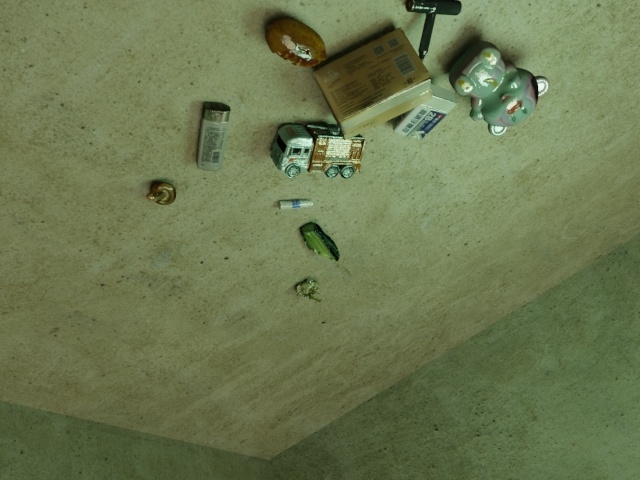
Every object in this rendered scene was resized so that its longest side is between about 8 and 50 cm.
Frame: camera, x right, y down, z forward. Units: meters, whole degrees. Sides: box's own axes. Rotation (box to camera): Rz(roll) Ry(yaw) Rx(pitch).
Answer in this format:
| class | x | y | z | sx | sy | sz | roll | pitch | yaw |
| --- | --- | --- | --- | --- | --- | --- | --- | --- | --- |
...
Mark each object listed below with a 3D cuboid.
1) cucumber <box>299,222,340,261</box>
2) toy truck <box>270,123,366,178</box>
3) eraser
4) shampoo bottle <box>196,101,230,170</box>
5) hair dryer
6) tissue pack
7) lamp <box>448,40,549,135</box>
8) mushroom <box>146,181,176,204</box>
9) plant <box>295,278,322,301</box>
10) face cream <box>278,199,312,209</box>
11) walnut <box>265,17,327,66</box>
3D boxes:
| class | x | y | z | sx | sy | sz | roll | pitch | yaw |
| --- | --- | --- | --- | --- | --- | --- | --- | --- | --- |
| cucumber | 0.000 | 0.000 | 2.172 | 0.193 | 0.116 | 0.085 | 48 | 61 | -43 |
| toy truck | -0.005 | -0.312 | 1.797 | 0.306 | 0.136 | 0.162 | -3 | 129 | -25 |
| eraser | 0.351 | -0.438 | 1.809 | 0.125 | 0.067 | 0.210 | 12 | 151 | -22 |
| shampoo bottle | -0.342 | -0.326 | 1.686 | 0.086 | 0.055 | 0.227 | -1 | 135 | -21 |
| hair dryer | 0.342 | -0.634 | 1.612 | 0.173 | 0.050 | 0.194 | -6 | 106 | -18 |
| tissue pack | 0.165 | -0.465 | 1.658 | 0.306 | 0.238 | 0.238 | -26 | 139 | 2 |
| lamp | 0.582 | -0.520 | 1.788 | 0.301 | 0.247 | 0.247 | 32 | 114 | -19 |
| mushroom | -0.534 | -0.159 | 1.760 | 0.088 | 0.072 | 0.129 | -18 | 175 | 16 |
| plant | -0.046 | 0.239 | 2.381 | 0.117 | 0.121 | 0.104 | -27 | 151 | -6 |
| face cream | -0.093 | -0.137 | 2.017 | 0.130 | 0.034 | 0.034 | -4 | 136 | -19 |
| walnut | -0.065 | -0.562 | 1.519 | 0.207 | 0.115 | 0.115 | 12 | 128 | -35 |
